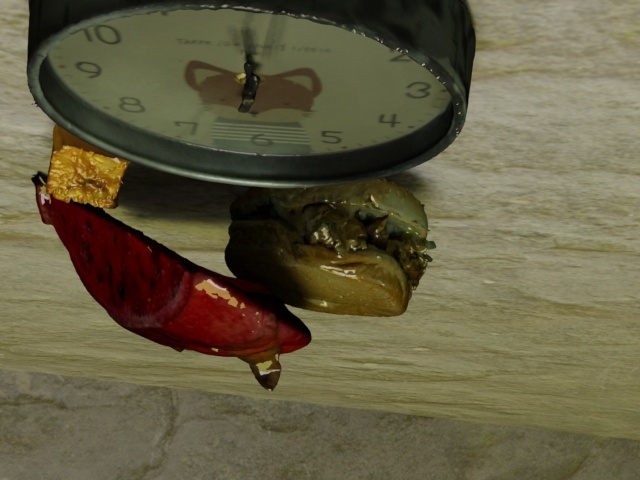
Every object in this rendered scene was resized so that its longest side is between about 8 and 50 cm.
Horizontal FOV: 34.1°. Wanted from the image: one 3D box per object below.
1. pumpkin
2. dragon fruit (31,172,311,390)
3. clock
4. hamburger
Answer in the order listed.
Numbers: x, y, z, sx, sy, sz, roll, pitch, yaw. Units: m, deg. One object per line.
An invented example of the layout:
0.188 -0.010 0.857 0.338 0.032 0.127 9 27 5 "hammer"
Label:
-0.214 -0.074 0.963 0.074 0.053 0.083 14 141 -13 "pumpkin"
-0.133 0.063 1.053 0.282 0.100 0.344 30 175 -41 "dragon fruit"
-0.051 -0.121 0.760 0.325 0.067 0.325 3 163 1 "clock"
0.000 0.000 1.052 0.215 0.122 0.189 -6 158 45 "hamburger"
